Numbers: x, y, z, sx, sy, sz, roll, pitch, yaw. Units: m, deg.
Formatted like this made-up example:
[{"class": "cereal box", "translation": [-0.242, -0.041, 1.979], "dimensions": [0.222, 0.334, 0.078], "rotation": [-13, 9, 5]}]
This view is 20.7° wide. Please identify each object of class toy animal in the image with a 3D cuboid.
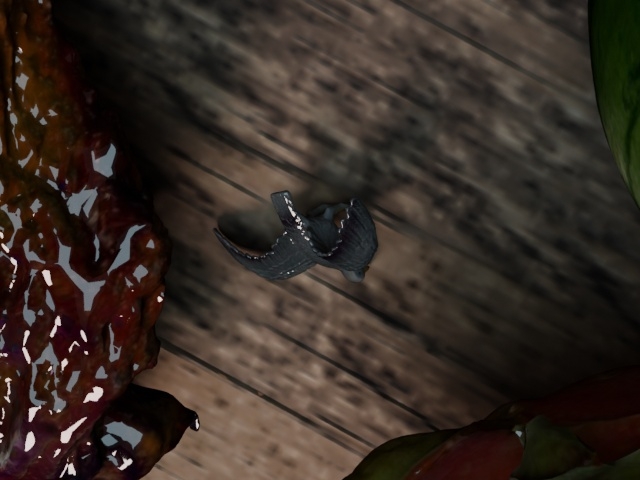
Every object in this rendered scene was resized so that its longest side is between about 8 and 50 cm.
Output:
[{"class": "toy animal", "translation": [0.000, -0.001, 0.645], "dimensions": [0.084, 0.050, 0.028], "rotation": [-10, 73, 51]}]

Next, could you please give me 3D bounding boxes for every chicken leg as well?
[{"class": "chicken leg", "translation": [-0.111, -0.072, 0.589], "dimensions": [0.158, 0.096, 0.407], "rotation": [21, 119, 21]}]

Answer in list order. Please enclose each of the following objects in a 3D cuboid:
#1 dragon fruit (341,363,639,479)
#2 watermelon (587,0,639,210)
[{"class": "dragon fruit", "translation": [0.075, 0.170, 0.552], "dimensions": [0.291, 0.269, 0.250], "rotation": [-24, 97, -9]}, {"class": "watermelon", "translation": [0.196, -0.063, 0.473], "dimensions": [0.242, 0.242, 0.242], "rotation": [4, 109, 11]}]
